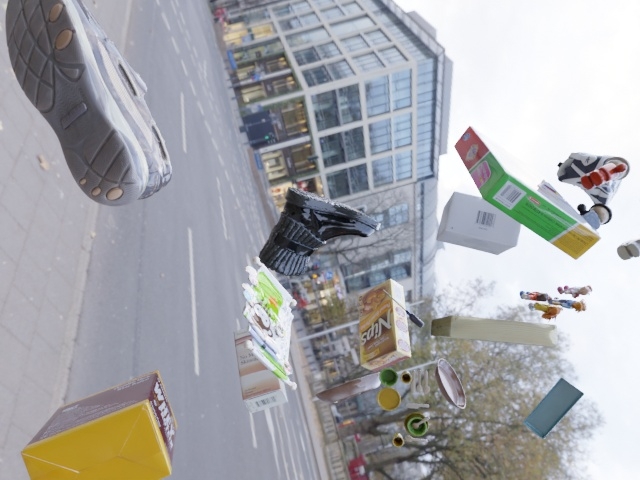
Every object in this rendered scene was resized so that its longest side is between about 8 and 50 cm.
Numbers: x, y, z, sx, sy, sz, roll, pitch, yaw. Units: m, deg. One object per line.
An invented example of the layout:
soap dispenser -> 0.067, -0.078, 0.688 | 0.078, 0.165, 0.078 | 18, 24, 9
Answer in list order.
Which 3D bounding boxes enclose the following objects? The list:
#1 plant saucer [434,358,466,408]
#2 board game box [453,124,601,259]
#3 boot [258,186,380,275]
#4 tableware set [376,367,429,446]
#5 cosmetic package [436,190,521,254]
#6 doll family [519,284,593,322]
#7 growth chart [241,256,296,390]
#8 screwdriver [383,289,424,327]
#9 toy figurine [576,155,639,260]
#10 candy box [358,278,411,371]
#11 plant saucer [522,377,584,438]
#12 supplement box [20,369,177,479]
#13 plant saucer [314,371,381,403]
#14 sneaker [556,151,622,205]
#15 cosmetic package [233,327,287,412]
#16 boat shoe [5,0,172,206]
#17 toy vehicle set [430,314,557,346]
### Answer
plant saucer -> 0.428, 0.479, 1.490 | 0.168, 0.029, 0.169 | 43, 27, -28
board game box -> 0.427, -0.118, 0.966 | 0.064, 0.242, 0.317 | -54, -168, 27
boot -> -0.002, -0.002, 1.408 | 0.260, 0.347, 0.131 | -70, -158, 12
tableware set -> 0.161, 0.327, 0.876 | 0.024, 0.103, 0.154 | -20, 111, -80
cosmetic package -> 0.523, -0.053, 1.491 | 0.225, 0.223, 0.138 | 57, 48, -78
doll family -> 0.890, 0.236, 1.661 | 0.163, 0.262, 0.119 | 154, -72, -83
growth chart -> -0.099, 0.153, 0.880 | 0.172, 0.021, 0.237 | 50, 24, -33
screwdriver -> 0.265, 0.213, 1.431 | 0.170, 0.025, 0.024 | 47, -34, 14
toy figurine -> 0.729, -0.077, 1.068 | 0.209, 0.148, 0.213 | 37, -41, 45
candy box -> 0.244, 0.329, 1.751 | 0.087, 0.182, 0.317 | 31, 41, -29
plant saucer -> 0.651, 0.470, 1.253 | 0.067, 0.018, 0.192 | 37, -63, 26
supplement box -> -0.371, 0.349, 0.792 | 0.194, 0.191, 0.129 | -179, -109, -75
plant saucer -> 0.084, 0.399, 1.195 | 0.199, 0.198, 0.036 | 81, -10, -68
sneaker -> 0.748, -0.175, 1.259 | 0.153, 0.094, 0.235 | 33, 2, 37
cosmetic package -> -0.236, 0.487, 1.734 | 0.129, 0.153, 0.296 | 79, -7, -47
boat shoe -> -0.334, -0.217, 0.658 | 0.356, 0.132, 0.130 | 68, 20, -1
toy vehicle set -> 0.307, 0.171, 0.841 | 0.267, 0.165, 0.035 | 58, 37, -76
